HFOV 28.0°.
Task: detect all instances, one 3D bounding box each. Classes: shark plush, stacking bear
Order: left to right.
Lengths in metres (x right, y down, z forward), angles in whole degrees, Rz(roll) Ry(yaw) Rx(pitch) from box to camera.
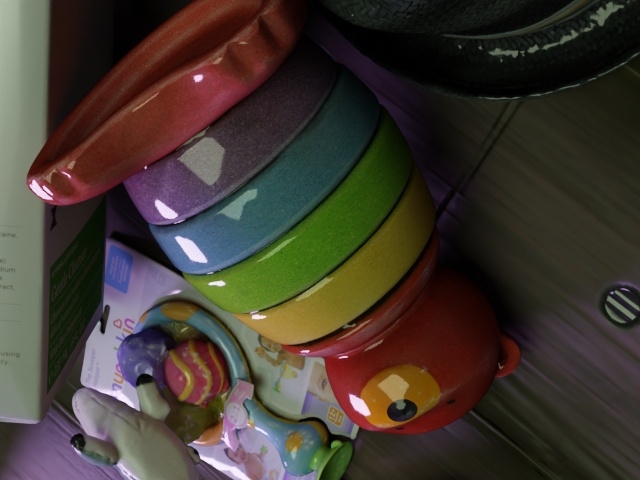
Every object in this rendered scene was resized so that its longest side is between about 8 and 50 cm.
[{"bbox_3d":[-0.109,0.159,0.909,0.161,0.073,0.067,38,153,-8],"label":"shark plush"},{"bbox_3d":[0.000,0.000,0.753,0.175,0.164,0.289,-32,112,19],"label":"stacking bear"}]

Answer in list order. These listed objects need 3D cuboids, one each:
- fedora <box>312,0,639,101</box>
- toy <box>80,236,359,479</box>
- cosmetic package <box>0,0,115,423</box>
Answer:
[{"bbox_3d":[0.070,-0.222,0.653,0.334,0.152,0.334,11,112,27],"label":"fedora"},{"bbox_3d":[-0.087,0.110,0.924,0.237,0.056,0.137,26,118,20],"label":"toy"},{"bbox_3d":[-0.222,-0.094,0.812,0.155,0.197,0.365,7,110,1],"label":"cosmetic package"}]
